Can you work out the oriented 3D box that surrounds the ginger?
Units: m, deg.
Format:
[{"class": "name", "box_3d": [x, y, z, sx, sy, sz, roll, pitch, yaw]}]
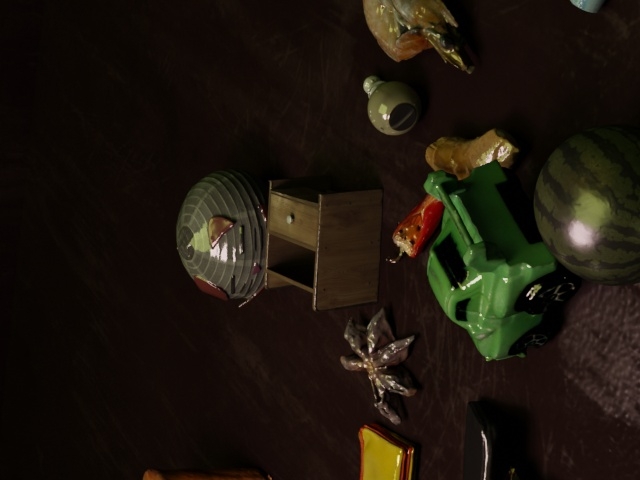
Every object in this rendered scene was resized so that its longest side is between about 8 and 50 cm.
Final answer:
[{"class": "ginger", "box_3d": [0.241, -0.127, 1.737, 0.190, 0.069, 0.095, 5, 123, 51]}]

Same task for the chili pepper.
[{"class": "chili pepper", "box_3d": [0.167, -0.030, 1.863, 0.059, 0.050, 0.268, 49, 146, 16]}]

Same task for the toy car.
[{"class": "toy car", "box_3d": [0.239, 0.036, 1.611, 0.358, 0.176, 0.213, 95, 154, -58]}]

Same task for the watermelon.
[{"class": "watermelon", "box_3d": [0.379, -0.047, 1.435, 0.212, 0.212, 0.212, 13, 106, 54]}]

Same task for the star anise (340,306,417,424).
[{"class": "star anise", "box_3d": [0.102, 0.208, 2.002, 0.208, 0.063, 0.171, 49, 131, 40]}]

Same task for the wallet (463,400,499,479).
[{"class": "wallet", "box_3d": [0.256, 0.391, 1.780, 0.149, 0.044, 0.250, -97, 8, -82]}]

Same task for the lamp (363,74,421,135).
[{"class": "lamp", "box_3d": [0.112, -0.242, 1.908, 0.163, 0.091, 0.091, -121, 38, -57]}]

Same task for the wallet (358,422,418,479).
[{"class": "wallet", "box_3d": [0.116, 0.465, 2.034, 0.141, 0.067, 0.241, 23, 110, 57]}]

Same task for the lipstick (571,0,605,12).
[{"class": "lipstick", "box_3d": [0.390, -0.386, 1.499, 0.048, 0.048, 0.158, 54, 136, 36]}]

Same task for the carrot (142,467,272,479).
[{"class": "carrot", "box_3d": [-0.232, 0.554, 2.378, 0.196, 0.254, 0.195, 20, 113, 58]}]

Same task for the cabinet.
[{"class": "cabinet", "box_3d": [0.000, 0.000, 2.040, 0.175, 0.148, 0.215, 20, 111, 52]}]

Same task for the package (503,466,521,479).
[{"class": "package", "box_3d": [0.326, 0.477, 1.702, 0.168, 0.090, 0.226, 33, 122, 53]}]

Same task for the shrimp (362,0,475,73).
[{"class": "shrimp", "box_3d": [0.151, -0.355, 1.839, 0.317, 0.077, 0.168, 59, 149, 37]}]

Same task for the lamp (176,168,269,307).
[{"class": "lamp", "box_3d": [-0.182, -0.007, 2.233, 0.233, 0.233, 0.265, 31, 125, 49]}]
